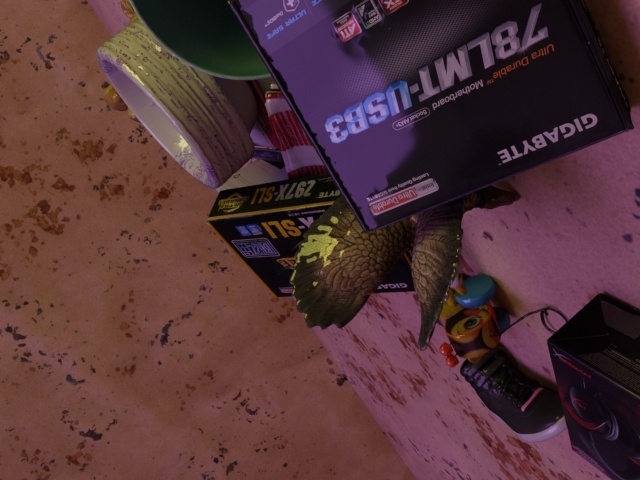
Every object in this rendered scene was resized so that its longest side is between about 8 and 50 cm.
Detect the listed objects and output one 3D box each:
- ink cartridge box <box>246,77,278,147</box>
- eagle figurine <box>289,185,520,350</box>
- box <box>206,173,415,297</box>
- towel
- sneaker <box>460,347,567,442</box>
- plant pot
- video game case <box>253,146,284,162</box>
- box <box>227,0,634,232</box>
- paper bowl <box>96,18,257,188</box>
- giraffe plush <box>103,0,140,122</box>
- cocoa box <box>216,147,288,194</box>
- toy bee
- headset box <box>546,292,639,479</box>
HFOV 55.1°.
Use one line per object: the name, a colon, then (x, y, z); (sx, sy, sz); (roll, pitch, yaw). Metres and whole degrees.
ink cartridge box: (-0.126, -0.331, 1.164); (0.279, 0.160, 0.384); (59, 166, -21)
eagle figurine: (0.125, -0.010, 0.785); (0.225, 0.298, 0.226); (45, 141, 16)
box: (0.000, 0.000, 1.087); (0.322, 0.079, 0.257); (-5, 139, 29)
towel: (0.053, -0.116, 1.000); (0.237, 0.037, 0.329); (5, 146, 15)
sneaker: (0.352, 0.278, 1.154); (0.147, 0.104, 0.296); (49, 171, -3)
plant pot: (-0.082, -0.372, 0.779); (0.290, 0.290, 0.195); (59, -156, -19)
video game case: (-0.076, -0.175, 1.265); (0.274, 0.196, 0.026); (17, 103, 50)
box: (0.100, -0.184, 0.603); (0.295, 0.073, 0.293); (-21, 107, 34)
paper bowl: (-0.216, -0.235, 1.006); (0.284, 0.148, 0.284); (43, 168, 11)
giraffe plush: (-0.319, -0.350, 1.165); (0.170, 0.181, 0.210); (115, 155, -61)
cocoa box: (-0.048, -0.053, 1.428); (0.347, 0.231, 0.228); (34, 156, 55)
toy bee: (0.246, 0.132, 1.048); (0.195, 0.162, 0.298); (56, 167, -1)
headset box: (0.432, 0.241, 0.791); (0.218, 0.110, 0.293); (36, 158, 51)
